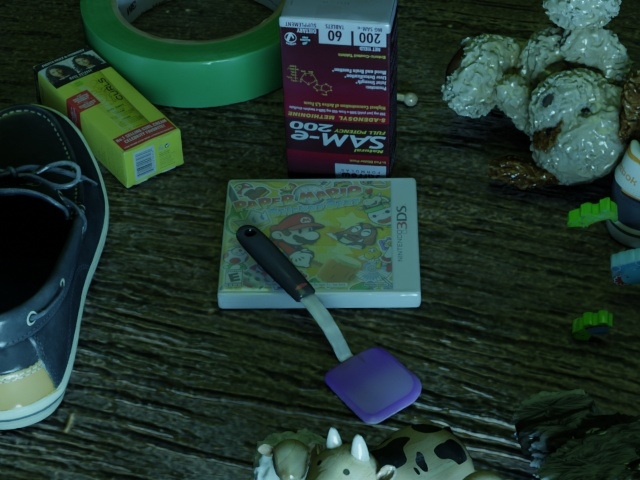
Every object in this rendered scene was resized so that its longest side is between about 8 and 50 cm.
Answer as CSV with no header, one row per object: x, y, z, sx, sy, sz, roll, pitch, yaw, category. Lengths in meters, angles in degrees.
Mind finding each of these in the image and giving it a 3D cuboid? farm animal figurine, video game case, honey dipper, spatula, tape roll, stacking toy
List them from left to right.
-0.159,-0.301,2.204,0.321,0.077,0.321,-1,42,1,tape roll
-0.001,0.082,1.774,0.084,0.030,0.296,-27,61,-25,spatula
0.000,0.000,1.892,0.227,0.026,0.206,-1,41,2,video game case
0.047,-0.195,2.112,0.161,0.030,0.030,14,44,12,honey dipper
0.062,0.239,1.397,0.330,0.172,0.327,10,16,15,farm animal figurine
0.375,0.021,1.773,0.221,0.052,0.167,-13,51,25,stacking toy

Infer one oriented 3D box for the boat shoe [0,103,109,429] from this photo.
-0.340,-0.015,1.830,0.187,0.156,0.500,-4,40,0,boat shoe

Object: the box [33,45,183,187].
-0.269,-0.158,2.058,0.087,0.058,0.232,-25,46,-25,box

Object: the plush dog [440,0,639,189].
0.302,-0.164,1.968,0.262,0.211,0.225,-33,46,31,plush dog

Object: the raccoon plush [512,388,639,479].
0.320,0.307,1.470,0.216,0.299,0.446,-13,7,3,raccoon plush

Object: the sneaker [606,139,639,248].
0.492,-0.067,1.874,0.321,0.127,0.126,-6,41,-6,sneaker

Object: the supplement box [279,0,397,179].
0.023,-0.180,1.933,0.130,0.239,0.073,4,43,8,supplement box
